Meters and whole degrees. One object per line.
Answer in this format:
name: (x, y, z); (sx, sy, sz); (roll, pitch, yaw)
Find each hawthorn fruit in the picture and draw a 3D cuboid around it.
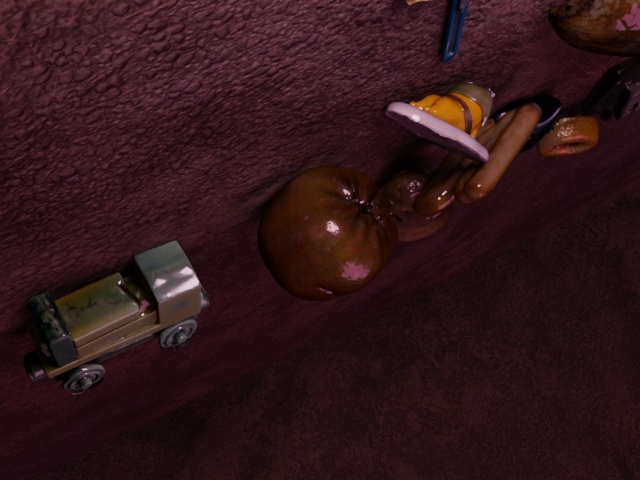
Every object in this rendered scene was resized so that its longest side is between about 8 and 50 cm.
hawthorn fruit: (0.000, 0.000, 1.675); (0.300, 0.268, 0.267); (-30, 167, 39)

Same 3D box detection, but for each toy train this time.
toy train: (-0.411, 0.156, 1.656); (0.397, 0.160, 0.253); (-24, 156, -20)

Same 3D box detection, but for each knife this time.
knife: (0.227, -0.370, 1.343); (0.044, 0.026, 0.296); (-39, 165, -9)

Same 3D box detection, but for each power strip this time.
power strip: (0.829, -0.394, 2.171); (0.256, 0.092, 0.251); (-27, 162, -15)

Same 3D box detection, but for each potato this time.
potato: (0.227, -0.095, 1.985); (0.191, 0.141, 0.296); (-16, 163, 2)

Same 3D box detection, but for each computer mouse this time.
computer mouse: (0.487, -0.270, 1.960); (0.233, 0.096, 0.137); (-19, 161, -27)

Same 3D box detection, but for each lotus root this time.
lotus root: (0.569, -0.406, 1.554); (0.314, 0.142, 0.210); (-17, 173, -38)

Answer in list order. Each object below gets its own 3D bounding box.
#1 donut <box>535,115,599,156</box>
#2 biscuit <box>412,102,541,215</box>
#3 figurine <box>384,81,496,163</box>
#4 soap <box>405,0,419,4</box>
donut: (0.659, -0.273, 2.208); (0.178, 0.066, 0.162); (-10, 161, 8)
biscuit: (0.338, -0.171, 1.774); (0.291, 0.062, 0.236); (-52, -162, -28)
figurine: (0.252, -0.258, 1.592); (0.250, 0.166, 0.141); (22, 95, -43)
soap: (0.199, -0.421, 1.118); (0.092, 0.037, 0.252); (-17, 161, -32)
